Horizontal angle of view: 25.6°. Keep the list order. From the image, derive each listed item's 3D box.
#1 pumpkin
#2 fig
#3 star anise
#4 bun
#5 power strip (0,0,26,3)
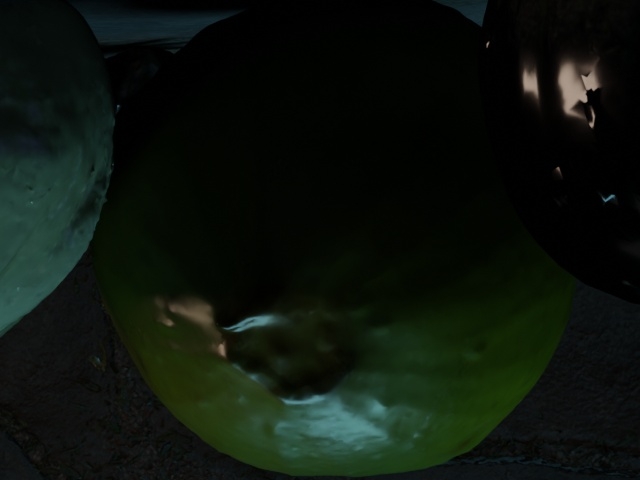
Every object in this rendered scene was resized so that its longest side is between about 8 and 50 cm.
[{"bbox_3d":[0.161,-0.060,0.445,0.233,0.163,0.233,-7,-176,1],"label":"pumpkin"},{"bbox_3d":[0.011,0.004,0.900,0.343,0.343,0.343,-5,-176,0],"label":"fig"},{"bbox_3d":[-0.214,-0.131,1.305,0.231,0.089,0.209,-12,174,-16],"label":"star anise"},{"bbox_3d":[-0.295,-0.020,0.778,0.365,0.219,0.365,-5,-179,0],"label":"bun"},{"bbox_3d":[-0.170,-0.109,0.589,0.111,0.029,0.038,-3,-175,21],"label":"power strip"}]
